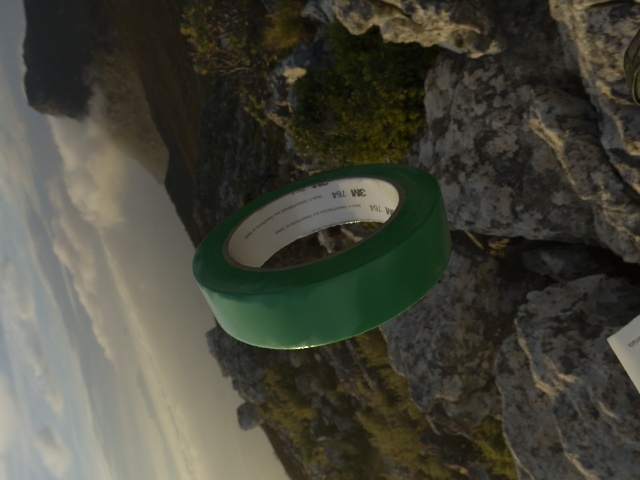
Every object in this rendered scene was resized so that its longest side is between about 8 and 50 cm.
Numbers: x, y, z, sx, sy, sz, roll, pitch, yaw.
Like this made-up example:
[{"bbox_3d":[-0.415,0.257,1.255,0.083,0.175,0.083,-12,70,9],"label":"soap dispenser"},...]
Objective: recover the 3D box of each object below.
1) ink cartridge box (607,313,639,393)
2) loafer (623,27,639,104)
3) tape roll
[{"bbox_3d":[0.502,0.203,0.349,0.166,0.286,0.394,94,166,-53],"label":"ink cartridge box"},{"bbox_3d":[0.382,-0.205,0.477,0.076,0.223,0.078,-1,73,26],"label":"loafer"},{"bbox_3d":[0.000,0.000,0.569,0.321,0.321,0.077,23,139,55],"label":"tape roll"}]
